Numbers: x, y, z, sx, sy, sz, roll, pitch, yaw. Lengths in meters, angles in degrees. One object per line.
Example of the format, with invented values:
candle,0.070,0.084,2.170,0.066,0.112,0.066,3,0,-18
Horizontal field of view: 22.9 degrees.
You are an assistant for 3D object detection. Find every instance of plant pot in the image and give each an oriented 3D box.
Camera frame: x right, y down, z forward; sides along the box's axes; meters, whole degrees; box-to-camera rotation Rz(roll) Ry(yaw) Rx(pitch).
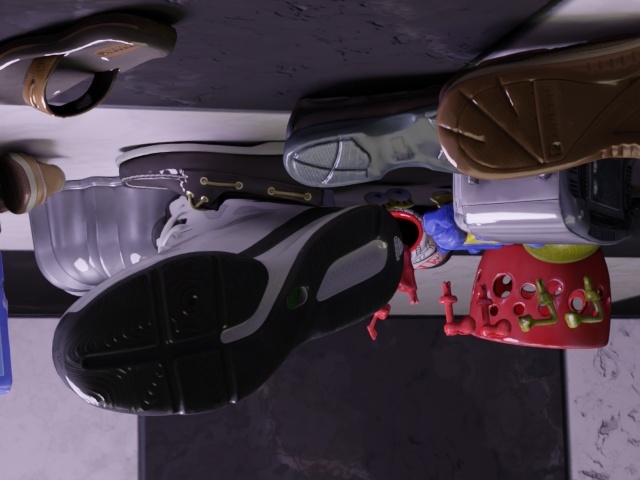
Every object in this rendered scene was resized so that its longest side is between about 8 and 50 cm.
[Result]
plant pot,0.299,0.051,2.130,0.191,0.174,0.191,4,-174,0

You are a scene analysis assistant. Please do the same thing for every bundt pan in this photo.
bundt pan,-0.212,0.005,2.003,0.331,0.124,0.331,-1,171,0

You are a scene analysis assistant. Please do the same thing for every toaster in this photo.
toaster,0.232,-0.059,1.621,0.146,0.129,0.227,-2,175,31

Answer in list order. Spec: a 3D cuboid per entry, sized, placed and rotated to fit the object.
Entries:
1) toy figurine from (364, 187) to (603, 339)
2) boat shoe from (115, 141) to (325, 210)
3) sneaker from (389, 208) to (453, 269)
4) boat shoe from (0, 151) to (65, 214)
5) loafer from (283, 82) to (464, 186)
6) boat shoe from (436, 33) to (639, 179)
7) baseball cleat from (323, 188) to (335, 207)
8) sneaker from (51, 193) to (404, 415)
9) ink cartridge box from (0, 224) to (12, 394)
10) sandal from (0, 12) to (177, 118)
toy figurine,0.237,0.005,1.892,0.362,0.191,0.217,1,167,-21
boat shoe,-0.108,-0.066,1.703,0.227,0.069,0.081,-2,172,3
sneaker,0.039,0.008,2.186,0.270,0.090,0.145,-8,169,18
boat shoe,-0.314,-0.067,1.729,0.072,0.068,0.190,-11,-175,-19
loafer,0.097,-0.113,1.456,0.267,0.084,0.096,-6,140,6
boat shoe,0.265,-0.122,1.309,0.342,0.123,0.123,-7,-159,5
baseball cleat,0.000,0.000,1.900,0.072,0.109,0.206,1,-156,-34
sneaker,-0.145,0.058,1.720,0.447,0.169,0.257,-19,-160,-40
ink cartridge box,-0.447,0.045,1.716,0.151,0.270,0.395,-3,173,-29
sandal,-0.197,-0.131,1.271,0.219,0.060,0.090,-9,169,41
